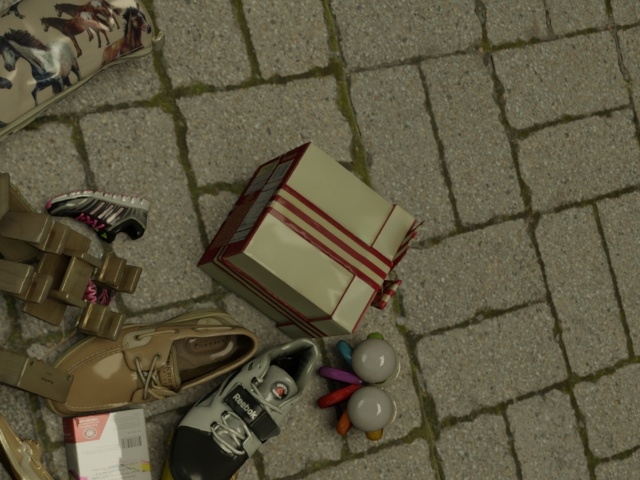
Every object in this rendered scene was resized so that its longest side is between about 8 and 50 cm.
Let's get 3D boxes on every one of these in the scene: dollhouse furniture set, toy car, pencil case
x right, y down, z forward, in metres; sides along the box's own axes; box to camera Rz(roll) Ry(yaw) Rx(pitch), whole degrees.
[{"bbox_3d":[-0.497,0.006,1.779,0.182,0.161,0.101,62,13,-49],"label":"dollhouse furniture set"},{"bbox_3d":[0.062,0.244,1.999,0.136,0.159,0.182,4,80,9],"label":"toy car"},{"bbox_3d":[-0.434,-0.262,1.777,0.410,0.160,0.183,-38,92,-27],"label":"pencil case"},{"bbox_3d":[-0.416,0.095,1.716,0.212,0.161,0.242,36,68,-52],"label":"dollhouse furniture set"}]

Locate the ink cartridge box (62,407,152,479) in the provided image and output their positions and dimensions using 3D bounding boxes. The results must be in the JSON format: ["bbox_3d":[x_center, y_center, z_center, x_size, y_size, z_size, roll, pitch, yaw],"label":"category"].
[{"bbox_3d":[-0.323,0.363,1.808,0.115,0.067,0.198,-4,84,-28],"label":"ink cartridge box"}]

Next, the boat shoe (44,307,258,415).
[{"bbox_3d":[-0.259,0.188,1.824,0.341,0.110,0.121,-20,111,-30],"label":"boat shoe"}]

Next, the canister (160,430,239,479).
[{"bbox_3d":[-0.198,0.400,1.866,0.126,0.073,0.170,20,76,-25],"label":"canister"}]

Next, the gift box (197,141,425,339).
[{"bbox_3d":[0.000,0.000,1.922,0.258,0.255,0.276,38,74,-16],"label":"gift box"}]

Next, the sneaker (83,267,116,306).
[{"bbox_3d":[-0.344,0.094,1.849,0.057,0.047,0.119,-1,85,-39],"label":"sneaker"}]

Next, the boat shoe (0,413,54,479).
[{"bbox_3d":[-0.440,0.323,1.758,0.059,0.063,0.170,-34,109,-30],"label":"boat shoe"}]

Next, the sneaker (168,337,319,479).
[{"bbox_3d":[-0.112,0.256,1.831,0.122,0.146,0.330,44,46,-5],"label":"sneaker"}]

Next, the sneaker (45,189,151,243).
[{"bbox_3d":[-0.345,-0.034,1.850,0.170,0.063,0.075,4,75,-32],"label":"sneaker"}]
